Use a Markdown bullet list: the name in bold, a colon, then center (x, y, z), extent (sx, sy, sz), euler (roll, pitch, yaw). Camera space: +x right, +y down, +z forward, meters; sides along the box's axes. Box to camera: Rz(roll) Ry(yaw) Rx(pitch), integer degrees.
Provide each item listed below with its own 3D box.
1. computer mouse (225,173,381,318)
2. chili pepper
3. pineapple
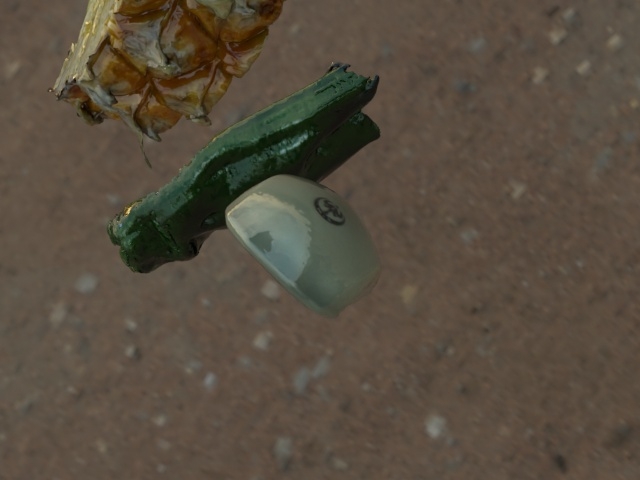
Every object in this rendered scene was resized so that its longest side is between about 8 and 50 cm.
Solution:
- **computer mouse**: center (0.000, 0.000, 1.052), extent (0.056, 0.181, 0.089), euler (-42, 84, 5)
- **chili pepper**: center (-0.048, -0.049, 1.265), extent (0.224, 0.098, 0.061), euler (-29, 62, 7)
- **pineapple**: center (-0.047, -0.142, 0.814), extent (0.233, 0.079, 0.135), euler (-66, 19, 9)
